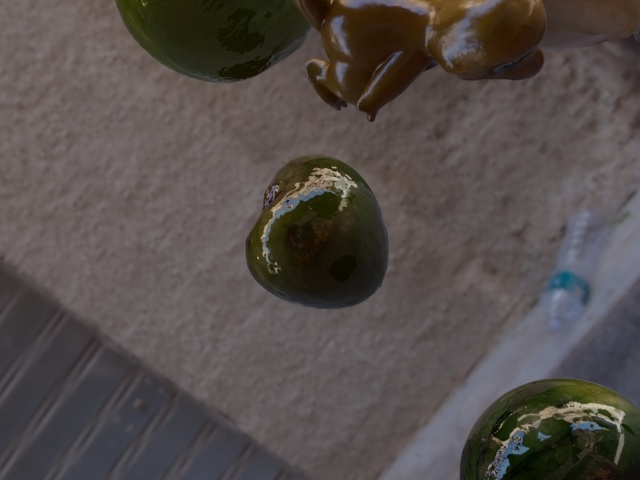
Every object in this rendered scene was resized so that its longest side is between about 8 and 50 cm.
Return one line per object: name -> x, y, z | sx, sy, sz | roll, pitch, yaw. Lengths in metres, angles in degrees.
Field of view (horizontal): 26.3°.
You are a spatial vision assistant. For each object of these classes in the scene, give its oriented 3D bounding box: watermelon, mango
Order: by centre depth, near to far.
mango -> -0.107, -0.248, 1.328 | 0.185, 0.149, 0.273 | -51, -25, 20
watermelon -> 0.277, 0.273, 1.555 | 0.242, 0.242, 0.242 | -47, 16, 18

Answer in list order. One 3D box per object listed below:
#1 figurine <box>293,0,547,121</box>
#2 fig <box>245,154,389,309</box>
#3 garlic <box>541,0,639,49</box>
figurine -> 0.060, -0.146, 0.881 | 0.176, 0.122, 0.121 | 6, 64, 35
fig -> 0.000, 0.000, 1.627 | 0.181, 0.191, 0.181 | -37, 33, 28
garlic -> 0.171, -0.304, 1.343 | 0.313, 0.249, 0.286 | 3, 30, 27
